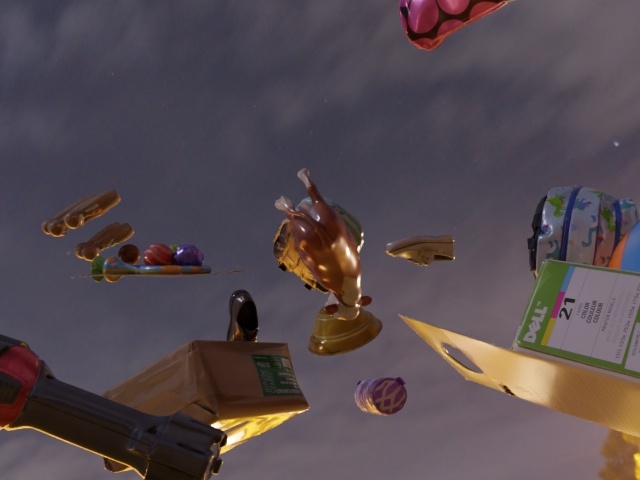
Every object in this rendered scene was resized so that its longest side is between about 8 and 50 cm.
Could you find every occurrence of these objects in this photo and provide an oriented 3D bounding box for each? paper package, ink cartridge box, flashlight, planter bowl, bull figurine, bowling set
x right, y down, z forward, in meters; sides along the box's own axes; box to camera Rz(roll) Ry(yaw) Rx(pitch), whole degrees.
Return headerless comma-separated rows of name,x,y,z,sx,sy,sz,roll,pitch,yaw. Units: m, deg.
paper package,-0.240,0.345,1.251,0.309,0.168,0.324,-32,-26,23
ink cartridge box,0.234,0.101,0.584,0.189,0.255,0.097,42,-112,-41
flashlight,-0.253,0.193,0.641,0.303,0.103,0.103,18,-62,6
planter bowl,0.054,0.223,1.623,0.217,0.217,0.091,-19,-76,2
bull figurine,0.008,0.018,1.059,0.101,0.188,0.310,-28,-32,-8
bowling set,-0.526,-0.002,1.379,0.154,0.287,0.200,-35,-75,-25

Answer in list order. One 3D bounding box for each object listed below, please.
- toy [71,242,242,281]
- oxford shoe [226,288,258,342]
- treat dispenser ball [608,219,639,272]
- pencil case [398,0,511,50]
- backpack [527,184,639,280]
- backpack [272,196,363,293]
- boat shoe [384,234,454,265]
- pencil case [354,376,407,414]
toy,-0.248,0.032,0.928,0.237,0.056,0.137,-5,-1,12
oxford shoe,-0.207,0.255,1.604,0.082,0.096,0.228,-9,-76,-23
treat dispenser ball,0.607,0.075,0.923,0.287,0.288,0.288,-9,-42,-9
pencil case,0.201,-0.325,0.777,0.095,0.098,0.209,-10,-4,-39
backpack,0.569,0.007,1.279,0.355,0.273,0.290,15,-91,-46
backpack,0.000,0.000,1.574,0.191,0.225,0.253,-49,-8,-23
boat shoe,0.276,0.030,1.568,0.226,0.076,0.083,-7,-14,-28
pencil case,0.140,0.362,1.377,0.088,0.086,0.206,-39,-4,-15
